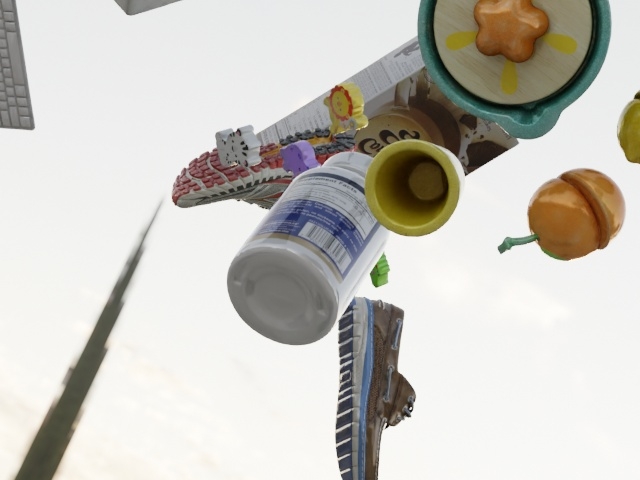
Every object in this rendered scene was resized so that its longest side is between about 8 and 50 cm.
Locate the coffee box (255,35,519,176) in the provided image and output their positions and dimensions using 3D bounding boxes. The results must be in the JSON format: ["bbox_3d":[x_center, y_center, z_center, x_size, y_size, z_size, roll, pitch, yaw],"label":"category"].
[{"bbox_3d":[0.083,-0.130,2.279,0.168,0.297,0.119,55,7,-24],"label":"coffee box"}]

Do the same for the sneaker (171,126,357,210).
[{"bbox_3d":[-0.064,-0.063,2.059,0.225,0.088,0.093,-9,-60,-6],"label":"sneaker"}]

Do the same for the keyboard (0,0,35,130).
[{"bbox_3d":[-0.348,-0.236,1.834,0.072,0.014,0.256,8,-61,23],"label":"keyboard"}]

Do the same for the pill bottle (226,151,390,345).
[{"bbox_3d":[0.000,0.000,1.380,0.094,0.169,0.094,13,-54,18],"label":"pill bottle"}]

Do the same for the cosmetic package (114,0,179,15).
[{"bbox_3d":[-0.124,-0.310,1.409,0.151,0.151,0.184,48,-36,29],"label":"cosmetic package"}]

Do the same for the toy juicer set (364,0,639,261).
[{"bbox_3d":[0.168,-0.137,1.193,0.209,0.329,0.089,20,13,14],"label":"toy juicer set"}]

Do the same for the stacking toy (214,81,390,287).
[{"bbox_3d":[-0.007,-0.036,1.786,0.052,0.167,0.221,-1,-74,50],"label":"stacking toy"}]

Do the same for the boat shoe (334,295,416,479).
[{"bbox_3d":[0.053,0.143,1.601,0.066,0.183,0.066,4,-9,-15],"label":"boat shoe"}]
